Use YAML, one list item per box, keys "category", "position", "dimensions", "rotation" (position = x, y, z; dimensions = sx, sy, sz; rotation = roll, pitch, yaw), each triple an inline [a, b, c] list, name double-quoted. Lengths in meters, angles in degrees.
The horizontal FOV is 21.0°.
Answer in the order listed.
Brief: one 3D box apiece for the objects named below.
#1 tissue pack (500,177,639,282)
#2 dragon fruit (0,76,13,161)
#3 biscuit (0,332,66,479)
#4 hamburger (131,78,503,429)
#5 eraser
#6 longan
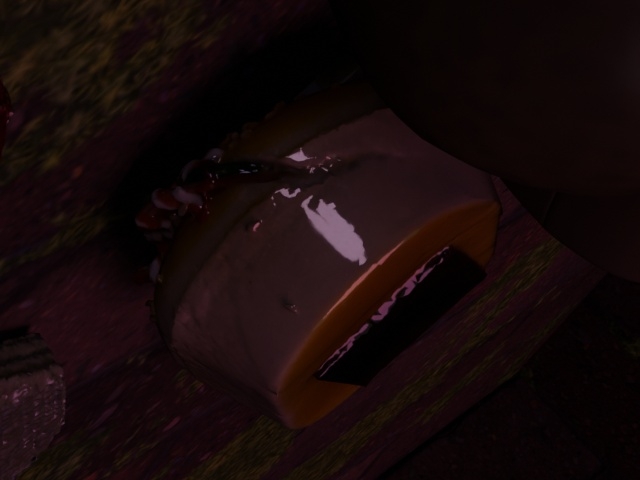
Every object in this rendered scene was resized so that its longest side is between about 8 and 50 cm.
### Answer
- category: "tissue pack"
  position: [0.261, -0.141, 1.114]
  dimensions: [0.267, 0.277, 0.387]
  rotation: [-34, 163, -24]
- category: "dragon fruit"
  position: [-0.194, -0.018, 0.591]
  dimensions: [0.190, 0.094, 0.094]
  rotation: [-27, 163, -14]
- category: "biscuit"
  position: [-0.228, 0.121, 1.005]
  dimensions: [0.147, 0.046, 0.250]
  rotation: [-48, 166, 19]
- category: "hamburger"
  position: [0.000, 0.000, 1.054]
  dimensions: [0.227, 0.151, 0.295]
  rotation: [-37, 163, -9]
- category: "eraser"
  position: [0.021, -0.106, 1.073]
  dimensions: [0.083, 0.019, 0.038]
  rotation: [-43, 168, 0]
- category: "longan"
  position: [0.126, -0.144, 0.763]
  dimensions: [0.258, 0.258, 0.258]
  rotation: [-40, 167, -11]
